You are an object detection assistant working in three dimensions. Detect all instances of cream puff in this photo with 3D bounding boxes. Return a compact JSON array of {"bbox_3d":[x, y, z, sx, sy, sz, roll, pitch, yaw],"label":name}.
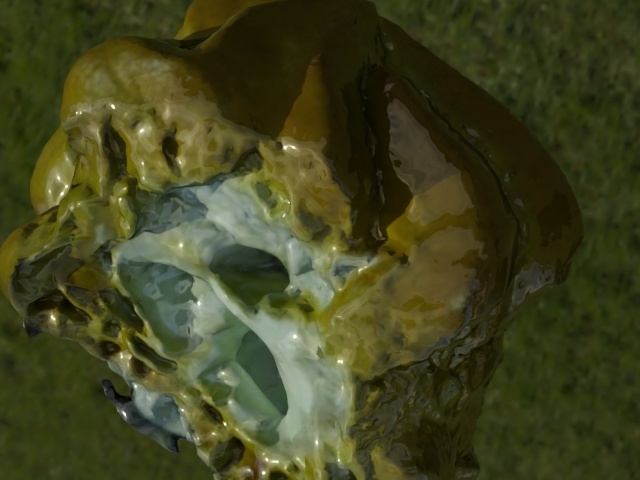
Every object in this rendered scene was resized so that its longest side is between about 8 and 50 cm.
[{"bbox_3d":[0.006,0.004,0.928,0.270,0.274,0.323,-42,92,17],"label":"cream puff"}]
